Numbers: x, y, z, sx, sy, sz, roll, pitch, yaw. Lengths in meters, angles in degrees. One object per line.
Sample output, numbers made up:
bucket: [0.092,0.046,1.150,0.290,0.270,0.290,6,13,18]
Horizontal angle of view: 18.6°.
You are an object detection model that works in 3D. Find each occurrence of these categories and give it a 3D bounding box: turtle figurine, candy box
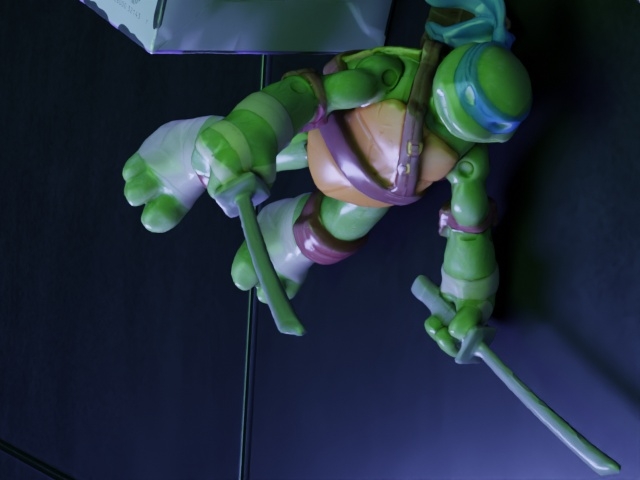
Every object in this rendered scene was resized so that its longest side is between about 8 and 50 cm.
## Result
turtle figurine: [0.000,0.000,1.072,0.266,0.198,0.274,-13,80,56]
candy box: [-0.076,-0.178,1.174,0.196,0.165,0.070,38,122,44]

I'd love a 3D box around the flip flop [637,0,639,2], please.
flip flop: [0.200,-0.111,0.884,0.080,0.112,0.277,-46,51,13]
